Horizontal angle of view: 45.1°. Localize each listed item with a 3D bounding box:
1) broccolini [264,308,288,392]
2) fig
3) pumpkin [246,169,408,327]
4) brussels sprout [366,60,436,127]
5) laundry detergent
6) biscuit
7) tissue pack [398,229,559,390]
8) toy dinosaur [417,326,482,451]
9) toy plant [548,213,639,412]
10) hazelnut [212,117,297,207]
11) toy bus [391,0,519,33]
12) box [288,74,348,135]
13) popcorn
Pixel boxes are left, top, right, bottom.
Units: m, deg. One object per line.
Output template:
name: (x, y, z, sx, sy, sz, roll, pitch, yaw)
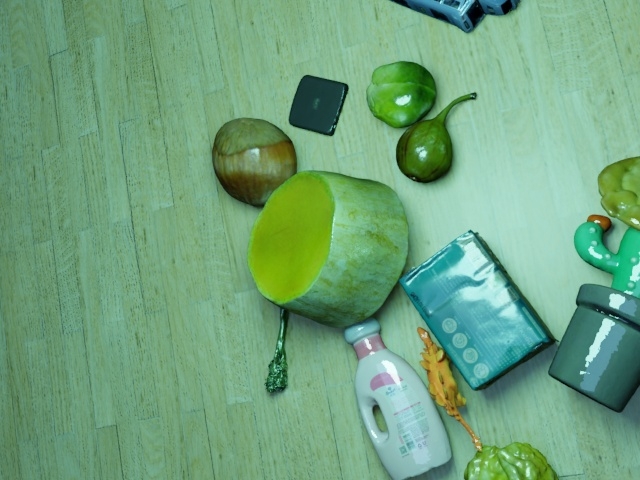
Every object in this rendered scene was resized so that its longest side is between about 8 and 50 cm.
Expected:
broccolini: (-0.087, 0.223, 1.736, 0.051, 0.054, 0.239, 9, 84, -14)
fig: (0.251, -0.230, 1.625, 0.124, 0.124, 0.236, 32, 85, 21)
pumpkin: (0.000, 0.000, 1.591, 0.332, 0.199, 0.332, -16, 63, 35)
brussels sprout: (0.176, -0.309, 1.654, 0.155, 0.117, 0.155, -23, 57, 42)
laundry detergent: (0.146, 0.325, 1.612, 0.159, 0.088, 0.335, -29, 74, 16)
biscuit: (0.645, -0.099, 1.435, 0.260, 0.041, 0.203, -17, 44, -6)
tissue pack: (0.313, 0.142, 1.540, 0.192, 0.134, 0.271, -36, 72, 15)
toy dinosaur: (0.243, 0.283, 1.537, 0.070, 0.117, 0.288, -29, 50, 11)
toy plant: (0.569, 0.104, 1.427, 0.279, 0.185, 0.400, 27, 86, 42)
hazelnut: (-0.148, -0.175, 1.741, 0.214, 0.176, 0.214, 27, 126, 43)
toy bus: (0.269, -0.534, 1.637, 0.292, 0.125, 0.133, 29, 96, 23)
box: (-0.006, -0.313, 1.775, 0.125, 0.027, 0.126, 19, 92, 25)
popcorn: (0.371, 0.480, 1.478, 0.197, 0.155, 0.197, 4, 96, 39)
